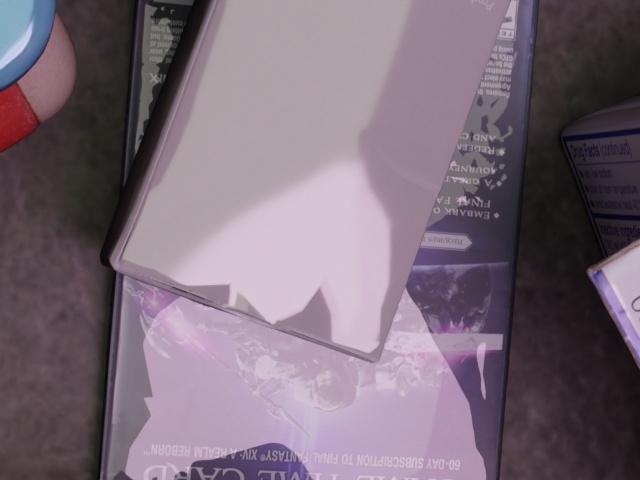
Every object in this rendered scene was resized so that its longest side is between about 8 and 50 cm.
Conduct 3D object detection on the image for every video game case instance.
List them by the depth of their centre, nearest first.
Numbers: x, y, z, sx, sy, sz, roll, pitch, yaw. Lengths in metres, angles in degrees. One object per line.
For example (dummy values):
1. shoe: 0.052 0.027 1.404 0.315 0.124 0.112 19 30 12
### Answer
1. video game case: 0.000 0.000 0.773 0.196 0.026 0.274 5 91 -11

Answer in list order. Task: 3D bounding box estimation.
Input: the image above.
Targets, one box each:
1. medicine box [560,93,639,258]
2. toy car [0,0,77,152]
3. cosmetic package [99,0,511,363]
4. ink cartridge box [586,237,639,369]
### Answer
1. medicine box: 0.299 0.029 0.768 0.263 0.149 0.289 -21 96 -10
2. toy car: -0.241 -0.087 0.627 0.238 0.219 0.210 -33 97 -7
3. cosmetic package: 0.000 -0.077 0.709 0.127 0.107 0.238 23 89 -11
4. ink cartridge box: 0.246 0.050 0.659 0.224 0.045 0.223 -29 96 -8
